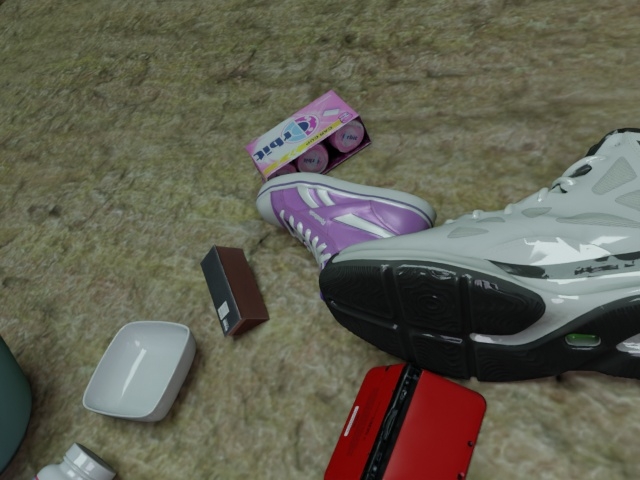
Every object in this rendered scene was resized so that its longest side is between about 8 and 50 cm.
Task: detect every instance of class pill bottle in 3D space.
[{"bbox_3d":[-0.325,0.330,0.743,0.087,0.087,0.160,19,62,40],"label":"pill bottle"}]

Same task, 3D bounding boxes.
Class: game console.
[{"bbox_3d":[0.088,0.213,0.661,0.124,0.085,0.144,-26,31,56],"label":"game console"}]

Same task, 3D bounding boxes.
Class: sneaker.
[{"bbox_3d":[0.000,-0.001,0.844,0.282,0.102,0.161,9,60,36],"label":"sneaker"},{"bbox_3d":[0.235,0.008,0.683,0.447,0.169,0.258,2,44,22],"label":"sneaker"}]

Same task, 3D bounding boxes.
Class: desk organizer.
[{"bbox_3d":[-0.123,0.071,0.884,0.047,0.050,0.130,-49,51,33],"label":"desk organizer"}]

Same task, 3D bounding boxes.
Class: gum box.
[{"bbox_3d":[-0.026,-0.156,1.023,0.188,0.062,0.107,-34,43,-1],"label":"gum box"}]

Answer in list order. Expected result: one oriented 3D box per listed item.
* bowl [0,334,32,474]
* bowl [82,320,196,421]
[{"bbox_3d":[-0.543,0.258,0.879,0.311,0.163,0.312,-16,45,17],"label":"bowl"},{"bbox_3d":[-0.239,0.183,0.850,0.142,0.053,0.142,-1,52,29],"label":"bowl"}]
